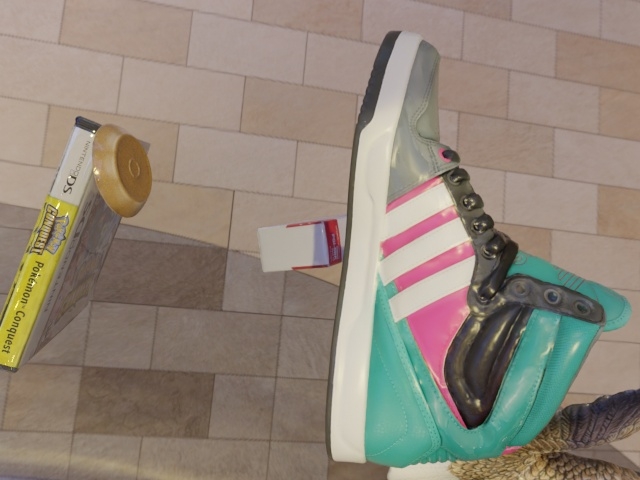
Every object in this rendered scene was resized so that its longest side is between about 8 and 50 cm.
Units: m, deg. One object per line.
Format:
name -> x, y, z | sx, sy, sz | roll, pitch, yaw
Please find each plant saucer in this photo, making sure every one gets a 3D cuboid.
plant saucer -> -0.169, -0.062, 0.480 | 0.015, 0.083, 0.084 | -8, 86, 11

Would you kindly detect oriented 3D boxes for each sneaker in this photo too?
sneaker -> 0.106, 0.009, 0.365 | 0.178, 0.124, 0.296 | 6, 88, 9

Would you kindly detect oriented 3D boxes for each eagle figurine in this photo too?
eagle figurine -> 0.244, 0.224, 0.597 | 0.226, 0.298, 0.225 | 35, 73, -45

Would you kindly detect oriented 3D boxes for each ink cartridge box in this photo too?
ink cartridge box -> 0.000, 0.000, 0.694 | 0.099, 0.135, 0.056 | -6, 94, 32

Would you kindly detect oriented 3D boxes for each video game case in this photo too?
video game case -> -0.274, -0.010, 0.633 | 0.035, 0.275, 0.249 | 22, 93, -11
